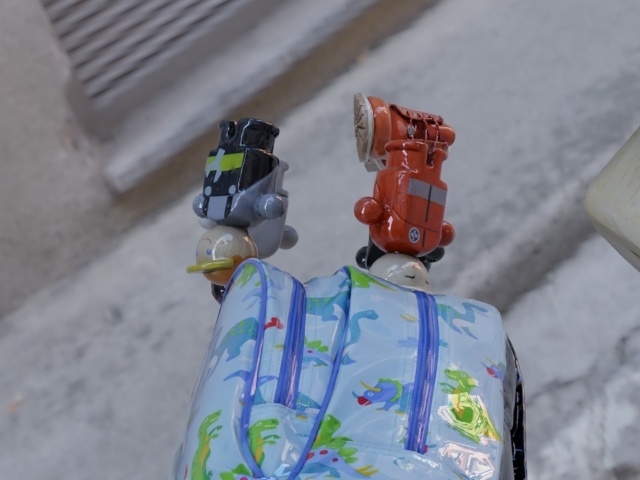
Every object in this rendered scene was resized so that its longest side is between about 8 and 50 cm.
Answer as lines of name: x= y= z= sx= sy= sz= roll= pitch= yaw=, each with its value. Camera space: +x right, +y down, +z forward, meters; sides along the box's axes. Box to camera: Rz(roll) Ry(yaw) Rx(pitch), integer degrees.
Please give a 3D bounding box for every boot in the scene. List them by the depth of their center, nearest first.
boot: x=0.072 y=-0.095 z=1.545 sx=0.084 sy=0.059 sz=0.158 roll=-4 pitch=-5 yaw=10

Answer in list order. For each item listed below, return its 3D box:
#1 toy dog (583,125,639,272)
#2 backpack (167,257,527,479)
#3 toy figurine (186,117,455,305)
toy dog: x=0.164 y=-0.020 z=0.512 sx=0.220 sy=0.334 sz=0.161 roll=-35 pitch=52 yaw=-10
backpack: x=0.013 y=0.163 z=1.076 sx=0.273 sy=0.290 sz=0.355 roll=20 pitch=37 yaw=12
toy figurine: x=0.000 y=0.000 z=1.452 sx=0.209 sy=0.148 sz=0.213 roll=8 pitch=-9 yaw=0
